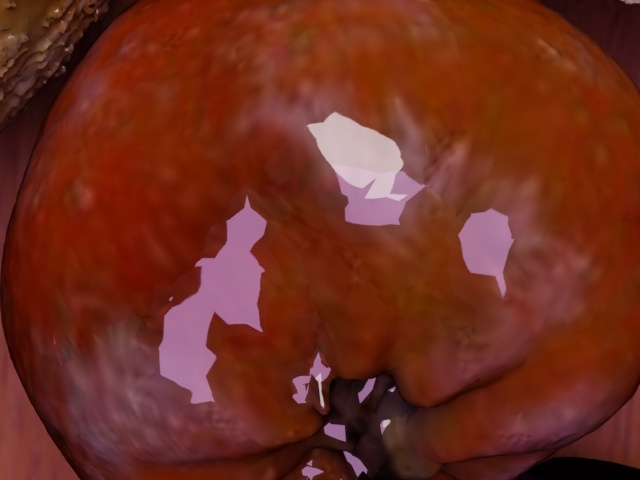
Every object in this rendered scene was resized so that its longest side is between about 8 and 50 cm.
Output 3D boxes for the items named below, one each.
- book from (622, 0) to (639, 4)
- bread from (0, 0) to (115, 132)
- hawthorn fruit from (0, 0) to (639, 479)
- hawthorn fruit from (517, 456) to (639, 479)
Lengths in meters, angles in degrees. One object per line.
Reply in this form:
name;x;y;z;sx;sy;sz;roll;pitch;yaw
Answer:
book;0.120;-0.265;0.627;0.262;0.028;0.374;13;61;0
bread;-0.167;-0.146;0.601;0.159;0.305;0.305;35;91;-28
hawthorn fruit;0.000;0.000;0.597;0.284;0.284;0.284;0;91;-1
hawthorn fruit;0.129;0.224;0.649;0.215;0.215;0.250;3;119;-1
